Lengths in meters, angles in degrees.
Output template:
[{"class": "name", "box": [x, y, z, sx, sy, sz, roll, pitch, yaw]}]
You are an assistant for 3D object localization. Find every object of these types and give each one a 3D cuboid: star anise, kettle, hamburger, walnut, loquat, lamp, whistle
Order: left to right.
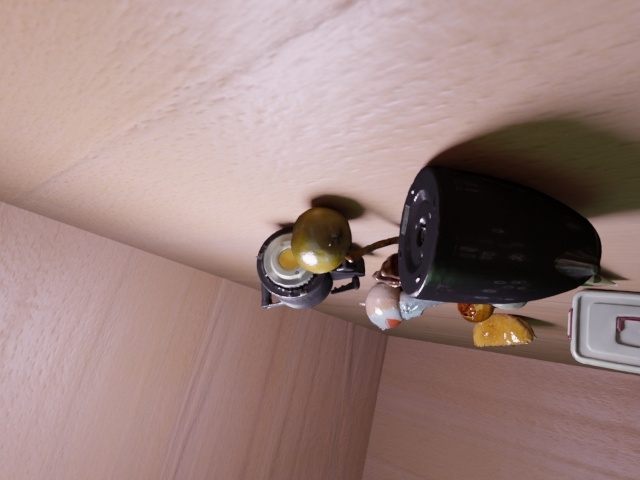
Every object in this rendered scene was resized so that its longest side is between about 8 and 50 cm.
[{"class": "lamp", "box": [-0.079, 0.085, 1.225, 0.374, 0.205, 0.272, -12, 160, 23]}, {"class": "loquat", "box": [0.000, 0.000, 0.965, 0.152, 0.152, 0.195, 17, 168, -12]}, {"class": "whistle", "box": [0.315, 0.254, 1.600, 0.348, 0.189, 0.189, -6, 158, 24]}, {"class": "star anise", "box": [0.237, 0.048, 0.996, 0.349, 0.109, 0.292, -5, 157, 4]}, {"class": "walnut", "box": [0.484, 0.192, 1.301, 0.116, 0.116, 0.207, 9, 155, 15]}, {"class": "kettle", "box": [0.285, -0.006, 0.686, 0.290, 0.207, 0.268, 6, -166, -4]}, {"class": "hamburger", "box": [0.722, 0.359, 1.668, 0.124, 0.131, 0.262, -18, 178, -34]}]

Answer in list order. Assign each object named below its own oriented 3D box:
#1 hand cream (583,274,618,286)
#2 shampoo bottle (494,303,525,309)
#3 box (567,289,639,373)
[{"class": "hand cream", "box": [0.549, 0.073, 0.941, 0.276, 0.059, 0.095, 16, 168, -25]}, {"class": "shampoo bottle", "box": [0.504, 0.134, 1.127, 0.118, 0.087, 0.234, 4, 162, 24]}, {"class": "box", "box": [0.806, 0.236, 1.062, 0.294, 0.193, 0.167, 2, 169, 36]}]
